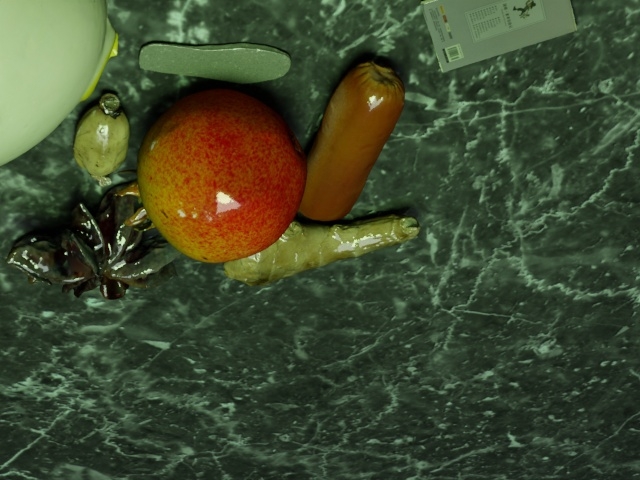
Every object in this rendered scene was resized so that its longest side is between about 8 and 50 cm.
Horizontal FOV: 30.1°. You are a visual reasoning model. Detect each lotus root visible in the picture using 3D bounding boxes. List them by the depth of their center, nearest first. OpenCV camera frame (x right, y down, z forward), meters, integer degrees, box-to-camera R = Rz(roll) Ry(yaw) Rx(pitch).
[{"bbox_3d":[-0.285,-0.125,1.548,0.072,0.063,0.152,-7,139,-19],"label":"lotus root"}]

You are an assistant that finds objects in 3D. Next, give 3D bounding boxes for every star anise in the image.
[{"bbox_3d":[-0.313,0.019,1.680,0.283,0.129,0.212,12,144,-37],"label":"star anise"}]

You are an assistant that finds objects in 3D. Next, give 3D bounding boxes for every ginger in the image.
[{"bbox_3d":[0.000,0.000,1.745,0.294,0.086,0.131,-12,146,-3],"label":"ginger"}]

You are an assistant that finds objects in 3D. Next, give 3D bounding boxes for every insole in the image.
[{"bbox_3d":[-0.132,-0.225,1.495,0.192,0.010,0.063,3,139,-14],"label":"insole"}]

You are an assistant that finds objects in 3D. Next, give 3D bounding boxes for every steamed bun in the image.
[{"bbox_3d":[-0.404,-0.214,1.217,0.374,0.334,0.334,-18,141,19],"label":"steamed bun"}]

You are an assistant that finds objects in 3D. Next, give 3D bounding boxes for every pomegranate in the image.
[{"bbox_3d":[-0.144,-0.074,1.528,0.257,0.221,0.221,-17,142,20],"label":"pomegranate"}]

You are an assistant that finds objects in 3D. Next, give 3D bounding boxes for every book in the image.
[{"bbox_3d":[0.225,-0.282,1.494,0.182,0.014,0.127,-17,141,10],"label":"book"}]

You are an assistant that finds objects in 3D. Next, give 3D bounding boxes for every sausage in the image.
[{"bbox_3d":[0.033,-0.121,1.600,0.089,0.083,0.300,-7,145,-25],"label":"sausage"}]
